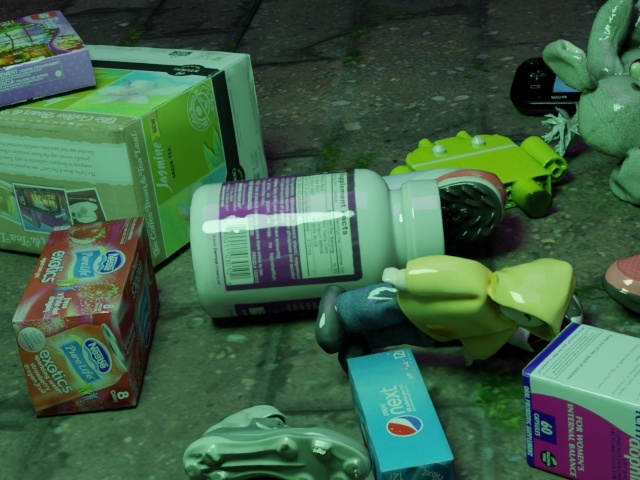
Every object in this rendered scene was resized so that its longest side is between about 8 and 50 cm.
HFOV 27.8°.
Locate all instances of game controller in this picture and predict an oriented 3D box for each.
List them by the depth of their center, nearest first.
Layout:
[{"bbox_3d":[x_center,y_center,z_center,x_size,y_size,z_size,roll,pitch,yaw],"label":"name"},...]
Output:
[{"bbox_3d":[0.476,-0.258,2.129,0.319,0.067,0.166,1,26,18],"label":"game controller"}]

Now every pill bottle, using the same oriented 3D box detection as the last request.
[{"bbox_3d":[0.000,0.000,1.590,0.301,0.169,0.169,-5,25,3],"label":"pill bottle"}]

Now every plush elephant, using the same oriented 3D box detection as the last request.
[{"bbox_3d":[0.449,-0.202,1.801,0.330,0.272,0.255,-33,6,16],"label":"plush elephant"}]

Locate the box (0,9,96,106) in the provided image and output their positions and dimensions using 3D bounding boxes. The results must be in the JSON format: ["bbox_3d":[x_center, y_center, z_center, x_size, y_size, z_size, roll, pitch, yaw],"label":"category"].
[{"bbox_3d":[-0.452,-0.263,1.880,0.200,0.057,0.293,-15,24,-14],"label":"box"}]

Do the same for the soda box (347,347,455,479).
[{"bbox_3d":[0.079,0.191,1.287,0.071,0.067,0.210,-9,25,-4],"label":"soda box"}]

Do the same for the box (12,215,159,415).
[{"bbox_3d":[-0.270,0.083,1.533,0.122,0.128,0.257,-6,25,2],"label":"box"}]

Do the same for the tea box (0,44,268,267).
[{"bbox_3d":[-0.305,-0.133,1.887,0.329,0.220,0.323,7,29,28],"label":"tea box"}]

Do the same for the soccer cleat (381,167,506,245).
[{"bbox_3d":[0.090,-0.041,1.719,0.318,0.109,0.116,-6,18,17],"label":"soccer cleat"}]

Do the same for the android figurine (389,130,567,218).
[{"bbox_3d":[0.224,-0.097,1.872,0.248,0.056,0.273,-12,28,-9],"label":"android figurine"}]

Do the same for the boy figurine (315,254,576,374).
[{"bbox_3d":[0.144,0.081,1.385,0.285,0.177,0.092,-9,49,31],"label":"boy figurine"}]

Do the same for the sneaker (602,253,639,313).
[{"bbox_3d":[0.479,0.003,1.499,0.313,0.136,0.116,-8,24,-1],"label":"sneaker"}]

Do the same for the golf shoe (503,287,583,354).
[{"bbox_3d":[0.202,0.087,1.466,0.198,0.077,0.094,-8,26,0],"label":"golf shoe"}]

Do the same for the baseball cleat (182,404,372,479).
[{"bbox_3d":[-0.036,0.198,1.281,0.205,0.072,0.109,-2,25,24],"label":"baseball cleat"}]

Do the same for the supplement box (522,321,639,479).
[{"bbox_3d":[0.313,0.171,1.218,0.220,0.111,0.114,12,32,35],"label":"supplement box"}]
